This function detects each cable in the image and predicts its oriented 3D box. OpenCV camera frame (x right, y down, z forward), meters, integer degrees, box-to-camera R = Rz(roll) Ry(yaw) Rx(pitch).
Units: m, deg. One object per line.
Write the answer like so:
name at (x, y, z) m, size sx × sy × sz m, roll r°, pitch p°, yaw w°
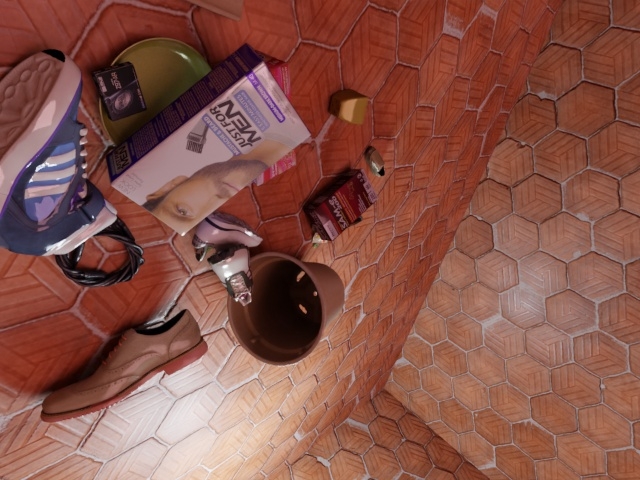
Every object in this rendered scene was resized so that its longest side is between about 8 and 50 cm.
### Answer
cable at (-0.460, 0.040, 0.867) m, size 0.150 × 0.047 × 0.185 m, roll -38°, pitch 145°, yaw -26°

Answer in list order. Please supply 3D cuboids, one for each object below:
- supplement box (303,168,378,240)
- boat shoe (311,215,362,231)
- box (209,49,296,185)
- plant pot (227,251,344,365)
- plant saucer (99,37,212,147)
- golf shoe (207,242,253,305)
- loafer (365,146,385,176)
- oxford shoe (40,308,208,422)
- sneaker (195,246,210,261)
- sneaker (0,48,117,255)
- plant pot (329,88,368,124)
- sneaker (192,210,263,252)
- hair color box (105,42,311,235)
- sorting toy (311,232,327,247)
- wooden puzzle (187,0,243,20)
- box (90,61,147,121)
supplement box at (0.072, -0.122, 1.369) m, size 0.239 × 0.073 × 0.130 m, roll -43°, pitch 116°, yaw -20°
boat shoe at (0.067, -0.072, 1.453) m, size 0.223 × 0.073 × 0.080 m, roll -20°, pitch 137°, yaw -43°
box at (-0.146, -0.274, 0.929) m, size 0.128 × 0.122 × 0.257 m, roll -35°, pitch 143°, yaw -30°
plant pot at (-0.074, 0.196, 1.320) m, size 0.334 × 0.333 × 0.305 m, roll -64°, pitch 159°, yaw 13°
plant saucer at (-0.310, -0.267, 0.794) m, size 0.240 × 0.037 × 0.241 m, roll -34°, pitch 143°, yaw -30°
golf shoe at (-0.218, 0.091, 1.081) m, size 0.105 × 0.120 × 0.273 m, roll -23°, pitch 165°, yaw -9°
loafer at (0.204, -0.282, 1.468) m, size 0.056 × 0.050 × 0.148 m, roll -52°, pitch 149°, yaw -6°
oxford shoe at (-0.493, 0.301, 1.027) m, size 0.396 × 0.140 × 0.147 m, roll -24°, pitch 106°, yaw -34°
sneaker at (-0.301, 0.020, 1.079) m, size 0.035 × 0.031 × 0.083 m, roll 8°, pitch 112°, yaw -56°
sneaker at (-0.434, -0.122, 0.697) m, size 0.323 × 0.130 × 0.236 m, roll -61°, pitch 158°, yaw 0°
plant pot at (0.074, -0.384, 1.173) m, size 0.083 × 0.081 × 0.081 m, roll -13°, pitch 130°, yaw -34°
sneaker at (-0.241, -0.011, 1.072) m, size 0.095 × 0.090 × 0.235 m, roll -57°, pitch 153°, yaw 5°
hair color box at (-0.207, -0.182, 0.782) m, size 0.338 × 0.110 × 0.185 m, roll -36°, pitch 140°, yaw 5°
sorting toy at (0.000, 0.000, 1.460) m, size 0.061 × 0.012 × 0.083 m, roll -4°, pitch 144°, yaw -18°
wooden puzzle at (-0.203, -0.535, 0.695) m, size 0.220 × 0.044 × 0.239 m, roll -8°, pitch 121°, yaw -50°
box at (-0.345, -0.257, 0.704) m, size 0.067 × 0.018 × 0.083 m, roll -34°, pitch 143°, yaw -31°
